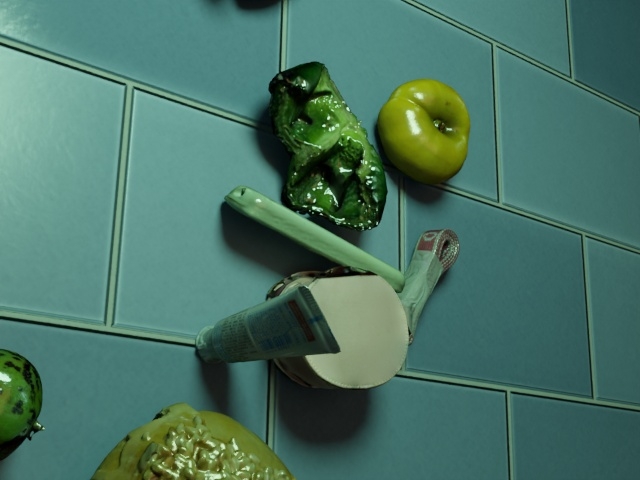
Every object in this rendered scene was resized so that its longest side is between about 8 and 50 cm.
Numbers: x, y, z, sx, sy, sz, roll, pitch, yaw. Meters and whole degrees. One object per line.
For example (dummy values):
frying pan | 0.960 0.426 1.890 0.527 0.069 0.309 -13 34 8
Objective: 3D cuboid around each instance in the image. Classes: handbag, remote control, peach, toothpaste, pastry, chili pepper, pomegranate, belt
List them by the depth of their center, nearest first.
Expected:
pomegranate | -0.365 0.168 0.942 0.161 0.122 0.122 12 68 -8
pastry | -0.124 0.347 1.035 0.284 0.184 0.316 -24 93 -42
toothpaste | -0.072 0.114 1.111 0.057 0.234 0.089 -35 101 -40
handbag | 0.019 0.123 1.264 0.205 0.116 0.179 -1 78 -39
remote control | -0.001 0.000 1.302 0.309 0.090 0.038 28 91 -32
chili pepper | 0.002 -0.131 1.339 0.265 0.116 0.148 59 38 -11
belt | 0.154 0.069 1.435 0.071 0.053 0.232 51 51 -27
peach | 0.174 -0.183 1.490 0.179 0.103 0.179 12 69 -34
